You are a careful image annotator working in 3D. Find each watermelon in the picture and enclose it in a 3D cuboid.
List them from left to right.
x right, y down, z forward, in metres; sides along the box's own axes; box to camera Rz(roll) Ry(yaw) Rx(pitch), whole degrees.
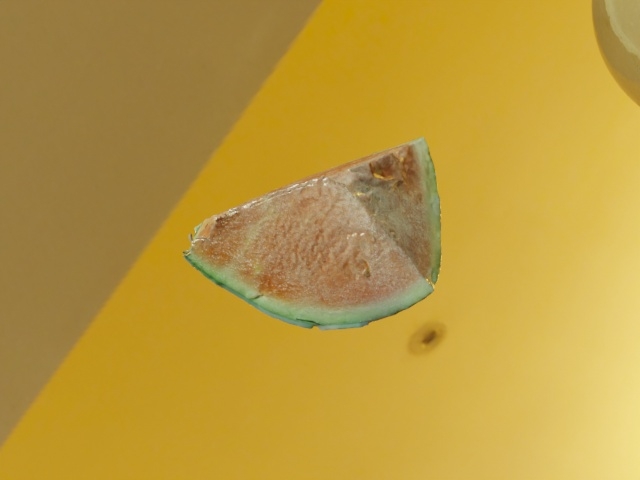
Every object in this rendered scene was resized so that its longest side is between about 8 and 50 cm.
[{"bbox_3d":[0.009,0.011,1.073,0.231,0.128,0.146,-20,-85,16],"label":"watermelon"}]

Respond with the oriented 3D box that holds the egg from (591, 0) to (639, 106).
[{"bbox_3d":[0.449,-0.251,1.191,0.301,0.374,0.301,-2,-85,-23],"label":"egg"}]
